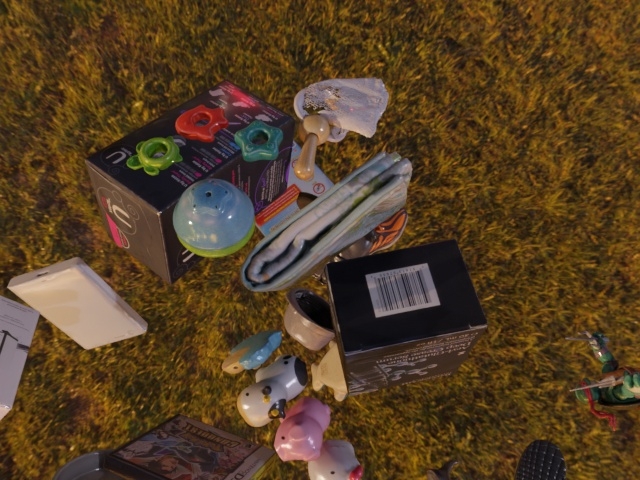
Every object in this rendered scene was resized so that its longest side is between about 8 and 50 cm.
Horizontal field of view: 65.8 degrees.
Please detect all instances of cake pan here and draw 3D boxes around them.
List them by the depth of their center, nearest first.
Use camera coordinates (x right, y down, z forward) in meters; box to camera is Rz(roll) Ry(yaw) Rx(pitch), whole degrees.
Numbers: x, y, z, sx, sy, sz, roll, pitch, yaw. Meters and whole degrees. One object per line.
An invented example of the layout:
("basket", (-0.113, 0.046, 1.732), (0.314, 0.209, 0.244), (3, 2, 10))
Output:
("cake pan", (-0.518, 0.629, 1.238), (0.294, 0.293, 0.054), (13, 97, -7))

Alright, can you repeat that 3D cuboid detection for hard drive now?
("hard drive", (-0.644, 0.179, 1.339), (0.203, 0.040, 0.307), (-17, 134, 9))

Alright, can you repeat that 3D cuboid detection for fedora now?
("fedora", (-0.033, 0.284, 1.708), (0.244, 0.275, 0.124), (20, 109, -43))

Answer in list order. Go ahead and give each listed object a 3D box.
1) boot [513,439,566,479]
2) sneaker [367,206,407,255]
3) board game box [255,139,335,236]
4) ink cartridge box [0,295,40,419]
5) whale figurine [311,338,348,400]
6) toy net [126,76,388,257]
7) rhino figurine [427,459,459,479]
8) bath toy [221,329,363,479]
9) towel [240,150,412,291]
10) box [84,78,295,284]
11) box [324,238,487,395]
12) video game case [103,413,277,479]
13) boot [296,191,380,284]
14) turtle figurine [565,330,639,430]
("boot", (0.363, 0.496, 0.915), (0.084, 0.161, 0.246), (24, 61, 9))
("sneaker", (0.155, -0.021, 1.723), (0.321, 0.180, 0.124), (-44, 60, 12))
("board game box", (-0.149, -0.190, 1.797), (0.308, 0.086, 0.302), (-37, 72, -8))
("ink cartridge box", (-0.537, 0.209, 0.775), (0.148, 0.203, 0.086), (-43, 126, 16))
("whale figurine", (0.076, 0.458, 1.754), (0.141, 0.272, 0.216), (12, 57, -34))
("toy net", (-0.043, -0.088, 0.445), (0.232, 0.045, 0.122), (-35, 67, -20))
("rhino figurine", (0.156, 0.402, 0.636), (0.107, 0.073, 0.243), (24, 49, 2))
("bath toy", (-0.037, 0.332, 0.906), (0.151, 0.129, 0.348), (-38, 101, -28))
("towel", (0.022, -0.017, 1.028), (0.375, 0.320, 0.090), (-36, 80, 0))
("box", (-0.180, -0.095, 0.743), (0.143, 0.165, 0.270), (33, 53, 17))
("box", (0.180, 0.200, 1.174), (0.294, 0.395, 0.211), (-12, 61, -1))
("video game case", (-0.266, 0.468, 1.059), (0.275, 0.248, 0.035), (14, 95, 18))
("boot", (0.000, 0.000, 1.506), (0.118, 0.338, 0.222), (28, 94, -49))
("turtle figurine", (0.498, 0.214, 0.798), (0.235, 0.175, 0.118), (-13, 106, 4))
